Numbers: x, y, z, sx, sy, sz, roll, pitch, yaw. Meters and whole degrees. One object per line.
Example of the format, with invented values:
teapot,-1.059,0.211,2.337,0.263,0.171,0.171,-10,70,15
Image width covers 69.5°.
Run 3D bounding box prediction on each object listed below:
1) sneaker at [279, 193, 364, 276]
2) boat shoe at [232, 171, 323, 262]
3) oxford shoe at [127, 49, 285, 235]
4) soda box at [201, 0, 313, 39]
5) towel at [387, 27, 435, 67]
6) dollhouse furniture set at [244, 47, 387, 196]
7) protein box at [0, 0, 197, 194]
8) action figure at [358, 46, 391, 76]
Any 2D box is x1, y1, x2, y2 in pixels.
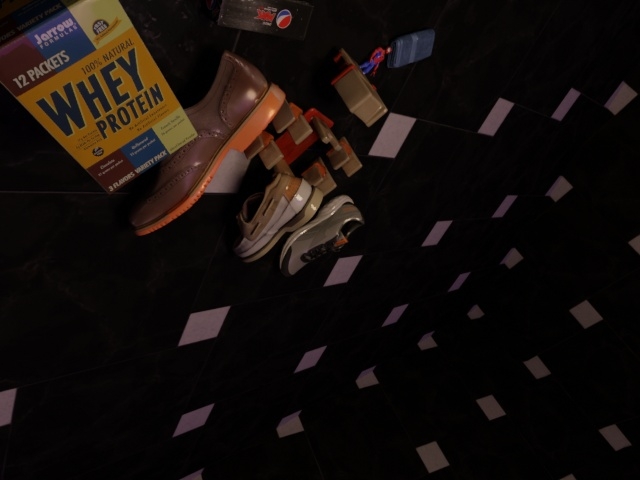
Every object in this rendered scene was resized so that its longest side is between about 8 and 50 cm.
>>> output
sneaker,0.000,0.000,1.215,0.271,0.108,0.100,-44,151,2
boat shoe,-0.119,-0.051,0.974,0.103,0.113,0.302,34,138,-20
oxford shoe,-0.229,-0.158,0.785,0.364,0.130,0.133,-44,117,13
soda box,-0.095,-0.362,0.722,0.169,0.053,0.060,-11,136,-41
towel,0.198,-0.424,1.013,0.120,0.029,0.067,-26,145,-26
dollhouse furniture set,-0.008,-0.235,0.924,0.259,0.135,0.262,-37,152,21
protein box,-0.285,-0.205,0.547,0.136,0.200,0.201,-38,148,-11
action figure,0.105,-0.371,0.971,0.115,0.030,0.038,-42,144,-7
